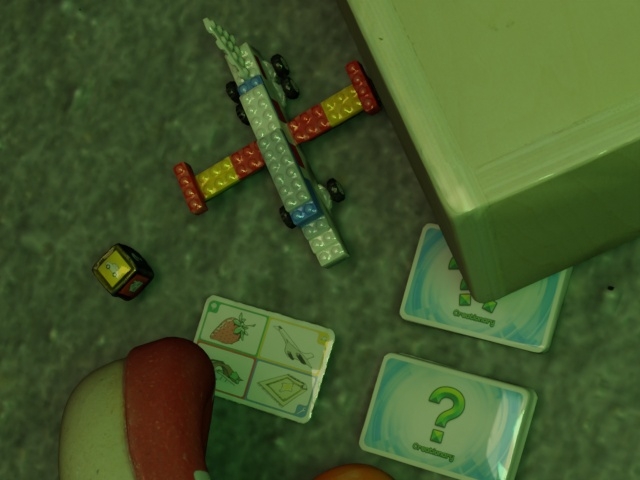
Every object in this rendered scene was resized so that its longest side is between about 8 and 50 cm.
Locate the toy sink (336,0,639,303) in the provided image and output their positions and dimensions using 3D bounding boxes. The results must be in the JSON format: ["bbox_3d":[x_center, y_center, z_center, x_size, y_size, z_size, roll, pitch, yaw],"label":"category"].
[{"bbox_3d":[0.076,-0.115,0.721,0.131,0.153,0.234,-24,72,2],"label":"toy sink"}]

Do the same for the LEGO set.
[{"bbox_3d":[0.000,0.000,0.804,0.244,0.060,0.182,15,84,26],"label":"LEGO set"}]

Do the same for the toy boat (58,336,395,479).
[{"bbox_3d":[-0.028,0.149,0.765,0.151,0.151,0.231,-22,72,-12],"label":"toy boat"}]
